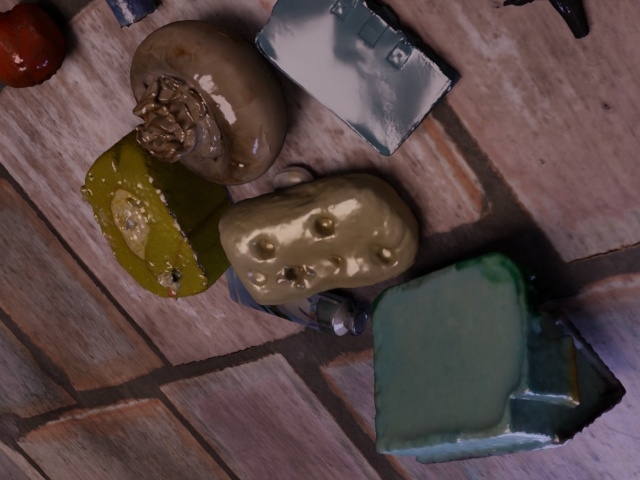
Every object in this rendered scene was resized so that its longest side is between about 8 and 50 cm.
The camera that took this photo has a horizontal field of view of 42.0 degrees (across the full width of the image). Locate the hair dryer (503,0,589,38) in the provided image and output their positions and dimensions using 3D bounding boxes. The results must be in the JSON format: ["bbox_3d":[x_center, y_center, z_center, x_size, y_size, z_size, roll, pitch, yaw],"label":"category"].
[{"bbox_3d":[0.226,-0.237,0.841,0.083,0.031,0.079,7,140,50],"label":"hair dryer"}]

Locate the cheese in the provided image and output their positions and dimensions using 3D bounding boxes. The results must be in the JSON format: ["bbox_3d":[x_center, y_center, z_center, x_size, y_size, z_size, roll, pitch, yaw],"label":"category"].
[{"bbox_3d":[0.000,0.001,1.115,0.263,0.093,0.159,-15,119,22],"label":"cheese"}]

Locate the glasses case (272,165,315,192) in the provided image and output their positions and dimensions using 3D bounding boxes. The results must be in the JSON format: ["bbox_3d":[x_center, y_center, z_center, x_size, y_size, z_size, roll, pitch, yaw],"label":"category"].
[{"bbox_3d":[-0.016,-0.031,1.182,0.063,0.041,0.164,-3,123,34],"label":"glasses case"}]

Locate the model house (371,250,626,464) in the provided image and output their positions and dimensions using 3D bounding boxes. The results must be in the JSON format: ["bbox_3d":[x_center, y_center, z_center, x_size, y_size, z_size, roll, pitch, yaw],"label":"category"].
[{"bbox_3d":[0.241,0.166,1.079,0.248,0.230,0.280,13,157,-35],"label":"model house"}]

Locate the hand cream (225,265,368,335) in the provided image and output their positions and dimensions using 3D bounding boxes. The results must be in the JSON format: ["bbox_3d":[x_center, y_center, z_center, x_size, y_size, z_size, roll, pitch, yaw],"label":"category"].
[{"bbox_3d":[-0.049,0.094,1.315,0.271,0.058,0.091,16,130,33],"label":"hand cream"}]

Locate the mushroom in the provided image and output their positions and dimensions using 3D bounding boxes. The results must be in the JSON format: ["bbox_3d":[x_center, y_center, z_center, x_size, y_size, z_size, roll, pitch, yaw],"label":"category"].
[{"bbox_3d":[-0.147,-0.165,1.056,0.226,0.178,0.226,23,143,19],"label":"mushroom"}]

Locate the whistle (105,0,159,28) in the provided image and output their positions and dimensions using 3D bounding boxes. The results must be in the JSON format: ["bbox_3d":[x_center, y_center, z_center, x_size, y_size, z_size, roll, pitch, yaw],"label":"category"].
[{"bbox_3d":[-0.301,-0.417,1.043,0.062,0.062,0.304,-4,123,39],"label":"whistle"}]

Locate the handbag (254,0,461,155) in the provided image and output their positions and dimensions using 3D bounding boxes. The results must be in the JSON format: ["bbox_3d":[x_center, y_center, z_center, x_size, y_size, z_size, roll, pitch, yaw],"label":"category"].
[{"bbox_3d":[0.041,-0.214,0.973,0.221,0.057,0.144,42,135,-2],"label":"handbag"}]

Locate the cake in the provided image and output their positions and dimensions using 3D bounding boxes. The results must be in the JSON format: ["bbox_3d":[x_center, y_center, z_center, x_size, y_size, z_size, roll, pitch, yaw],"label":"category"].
[{"bbox_3d":[-0.242,-0.043,1.266,0.179,0.156,0.260,-6,120,32],"label":"cake"}]

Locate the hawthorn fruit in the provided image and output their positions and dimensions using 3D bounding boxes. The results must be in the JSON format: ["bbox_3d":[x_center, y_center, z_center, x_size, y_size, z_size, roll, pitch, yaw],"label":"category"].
[{"bbox_3d":[-0.430,-0.285,1.218,0.128,0.128,0.128,20,135,21],"label":"hawthorn fruit"}]
